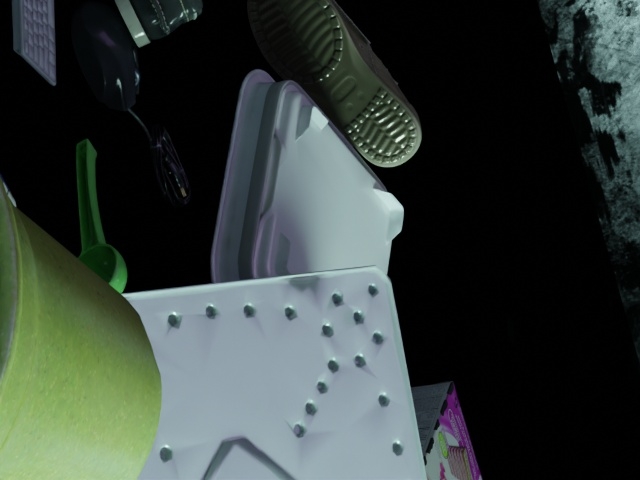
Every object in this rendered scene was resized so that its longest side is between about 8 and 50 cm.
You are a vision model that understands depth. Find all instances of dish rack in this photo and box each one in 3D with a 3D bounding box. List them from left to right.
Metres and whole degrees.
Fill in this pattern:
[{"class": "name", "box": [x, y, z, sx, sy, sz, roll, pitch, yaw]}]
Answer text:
[{"class": "dish rack", "box": [0.000, 0.000, 2.134, 0.333, 0.072, 0.286, 46, 47, -52]}]

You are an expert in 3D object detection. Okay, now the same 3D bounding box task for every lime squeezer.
[{"class": "lime squeezer", "box": [-0.206, 0.020, 1.616, 0.310, 0.058, 0.110, -61, 137, -62]}]

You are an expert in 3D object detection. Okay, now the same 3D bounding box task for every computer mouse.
[{"class": "computer mouse", "box": [-0.165, -0.125, 1.848, 0.071, 0.041, 0.242, -84, 156, -44]}]

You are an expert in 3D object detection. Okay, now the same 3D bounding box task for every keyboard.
[{"class": "keyboard", "box": [-0.249, -0.263, 1.728, 0.072, 0.014, 0.256, 39, 43, -62]}]

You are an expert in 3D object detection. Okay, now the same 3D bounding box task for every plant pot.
[{"class": "plant pot", "box": [-0.228, 0.074, 1.152, 0.254, 0.276, 0.276, 33, 48, -62]}]

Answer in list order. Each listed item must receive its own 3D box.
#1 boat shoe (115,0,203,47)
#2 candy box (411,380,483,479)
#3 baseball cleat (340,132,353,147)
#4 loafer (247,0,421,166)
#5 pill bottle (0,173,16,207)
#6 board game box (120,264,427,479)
[{"class": "boat shoe", "box": [-0.153, -0.260, 1.861, 0.084, 0.079, 0.233, 58, 9, -33]}, {"class": "candy box", "box": [0.133, 0.295, 2.428, 0.233, 0.071, 0.159, -60, 136, -63]}, {"class": "baseball cleat", "box": [0.003, -0.133, 2.306, 0.109, 0.072, 0.206, 50, 33, -56]}, {"class": "loafer", "box": [0.016, -0.193, 2.253, 0.268, 0.102, 0.092, 54, 9, 4]}, {"class": "pill bottle", "box": [-0.274, -0.057, 1.441, 0.067, 0.067, 0.120, -77, 150, -51]}, {"class": "board game box", "box": [-0.071, 0.230, 1.600, 0.390, 0.050, 0.390, -6, 83, -40]}]
